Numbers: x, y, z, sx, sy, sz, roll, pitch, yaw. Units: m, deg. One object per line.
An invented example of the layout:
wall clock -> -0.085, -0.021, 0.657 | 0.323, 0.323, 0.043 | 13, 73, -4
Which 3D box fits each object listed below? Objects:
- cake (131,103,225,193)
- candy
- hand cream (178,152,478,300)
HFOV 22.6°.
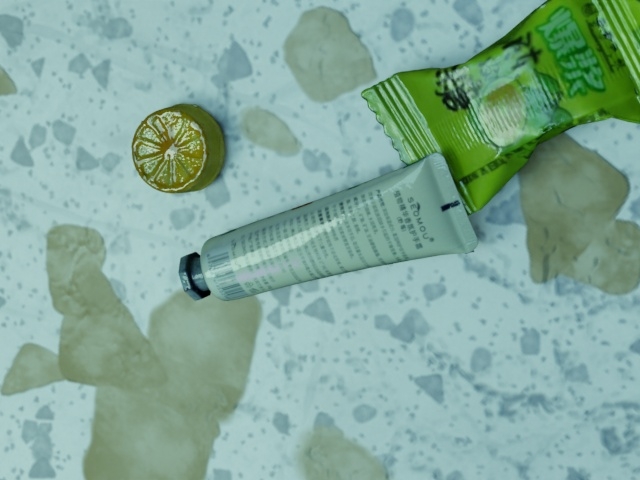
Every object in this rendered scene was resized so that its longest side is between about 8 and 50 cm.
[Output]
cake -> -0.129, -0.082, 1.460 | 0.084, 0.044, 0.084 | 3, 99, 19
candy -> 0.170, -0.118, 1.330 | 0.246, 0.069, 0.149 | -28, 86, 21
hand cream -> 0.000, 0.000, 1.409 | 0.276, 0.059, 0.095 | -15, 107, 25
